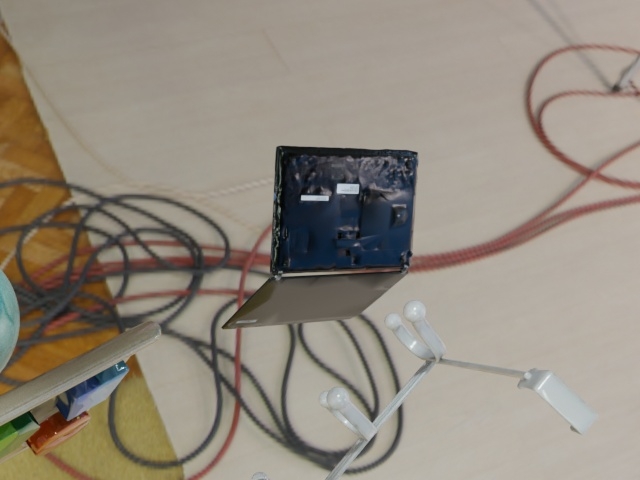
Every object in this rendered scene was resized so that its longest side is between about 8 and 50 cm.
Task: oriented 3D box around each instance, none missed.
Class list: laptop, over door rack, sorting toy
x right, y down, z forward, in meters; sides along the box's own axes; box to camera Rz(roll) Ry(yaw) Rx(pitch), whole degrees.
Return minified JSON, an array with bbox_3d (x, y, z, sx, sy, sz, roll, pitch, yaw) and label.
[{"bbox_3d":[0.000,0.000,1.365,0.234,0.264,0.136,-2,8,-35],"label":"laptop"},{"bbox_3d":[0.060,0.178,0.877,0.108,0.324,0.239,44,80,-17],"label":"over door rack"},{"bbox_3d":[-0.288,0.181,0.826,0.307,0.229,0.041,-28,80,-45],"label":"sorting toy"}]

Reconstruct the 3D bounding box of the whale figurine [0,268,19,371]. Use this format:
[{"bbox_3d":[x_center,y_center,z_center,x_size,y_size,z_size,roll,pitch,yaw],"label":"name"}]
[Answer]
[{"bbox_3d":[-0.427,0.046,0.977,0.272,0.141,0.216,34,3,-24],"label":"whale figurine"}]
